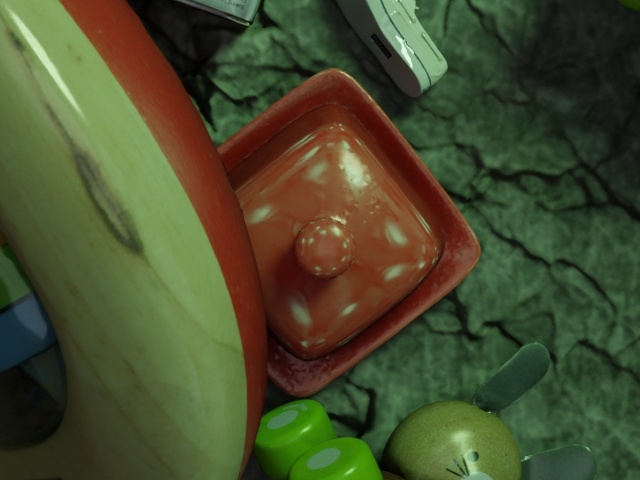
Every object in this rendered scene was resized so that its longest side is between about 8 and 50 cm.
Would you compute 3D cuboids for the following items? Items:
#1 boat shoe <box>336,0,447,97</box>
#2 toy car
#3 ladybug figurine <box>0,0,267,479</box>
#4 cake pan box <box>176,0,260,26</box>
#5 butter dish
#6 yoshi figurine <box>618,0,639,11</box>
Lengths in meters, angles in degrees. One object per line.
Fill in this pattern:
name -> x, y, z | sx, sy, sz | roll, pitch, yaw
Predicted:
boat shoe -> 0.043, -0.137, 1.024 | 0.035, 0.035, 0.100 | -38, 93, -26
toy car -> 0.079, 0.149, 1.007 | 0.188, 0.149, 0.155 | -28, 109, -12
ladybug figurine -> -0.167, -0.021, 0.921 | 0.162, 0.305, 0.449 | -38, 107, -42
cake pan box -> -0.124, -0.281, 0.980 | 0.266, 0.070, 0.246 | 18, 92, -5
butter dish -> 0.000, 0.000, 0.989 | 0.160, 0.118, 0.160 | -38, 96, 0
yoshi figurine -> 0.316, -0.255, 0.937 | 0.203, 0.203, 0.362 | 40, 89, -21
